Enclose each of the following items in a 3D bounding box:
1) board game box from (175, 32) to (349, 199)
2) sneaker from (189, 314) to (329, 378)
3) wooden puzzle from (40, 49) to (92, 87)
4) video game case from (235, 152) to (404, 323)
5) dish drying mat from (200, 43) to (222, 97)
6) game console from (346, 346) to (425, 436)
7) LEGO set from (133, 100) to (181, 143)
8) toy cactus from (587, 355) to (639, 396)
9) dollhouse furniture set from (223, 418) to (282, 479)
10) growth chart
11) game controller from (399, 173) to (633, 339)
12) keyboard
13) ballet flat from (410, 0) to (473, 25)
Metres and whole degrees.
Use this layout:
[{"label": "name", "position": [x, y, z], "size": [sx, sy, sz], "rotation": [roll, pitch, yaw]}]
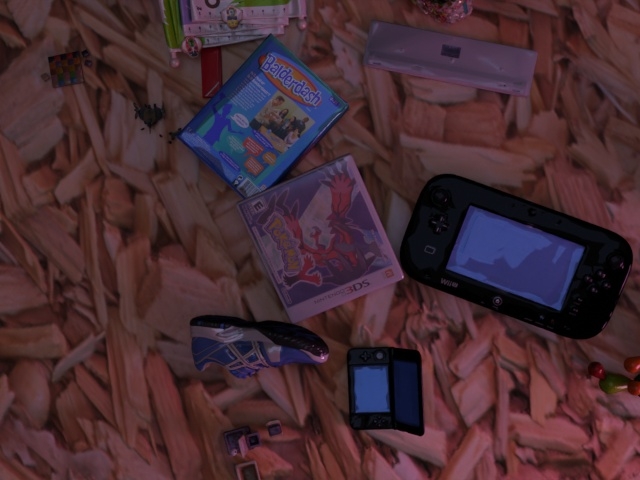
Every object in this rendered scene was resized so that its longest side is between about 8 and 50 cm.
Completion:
[{"label": "board game box", "position": [-0.085, -0.177, 1.130], "size": [0.160, 0.047, 0.210], "rotation": [43, 91, 2]}, {"label": "sneaker", "position": [-0.091, 0.162, 1.111], "size": [0.211, 0.080, 0.081], "rotation": [6, 95, 13]}, {"label": "wooden puzzle", "position": [-0.394, -0.265, 1.172], "size": [0.083, 0.006, 0.049], "rotation": [-10, 87, 2]}, {"label": "video game case", "position": [0.000, 0.000, 1.101], "size": [0.183, 0.023, 0.201], "rotation": [-23, 101, 8]}, {"label": "dish drying mat", "position": [-0.167, -0.261, 1.159], "size": [0.032, 0.008, 0.083], "rotation": [-2, 88, 4]}, {"label": "game console", "position": [0.093, 0.219, 1.096], "size": [0.107, 0.071, 0.122], "rotation": [-2, 87, 3]}, {"label": "LEGO set", "position": [-0.252, -0.183, 1.157], "size": [0.054, 0.023, 0.083], "rotation": [-33, 100, 4]}, {"label": "toy cactus", "position": [0.505, 0.182, 1.075], "size": [0.219, 0.112, 0.180], "rotation": [-32, 105, -1]}, {"label": "dollhouse furniture set", "position": [-0.091, 0.331, 1.096], "size": [0.091, 0.081, 0.114], "rotation": [-15, 87, 2]}, {"label": "growth chart", "position": [-0.133, -0.371, 1.129], "size": [0.237, 0.021, 0.172], "rotation": [-16, 103, -4]}, {"label": "game controller", "position": [0.280, 0.024, 1.096], "size": [0.319, 0.067, 0.166], "rotation": [20, 89, 4]}, {"label": "keyboard", "position": [0.195, -0.276, 1.140], "size": [0.256, 0.014, 0.072], "rotation": [12, 83, 3]}, {"label": "ballet flat", "position": [0.126, -0.411, 1.115], "size": [0.241, 0.077, 0.091], "rotation": [33, 91, 4]}]
